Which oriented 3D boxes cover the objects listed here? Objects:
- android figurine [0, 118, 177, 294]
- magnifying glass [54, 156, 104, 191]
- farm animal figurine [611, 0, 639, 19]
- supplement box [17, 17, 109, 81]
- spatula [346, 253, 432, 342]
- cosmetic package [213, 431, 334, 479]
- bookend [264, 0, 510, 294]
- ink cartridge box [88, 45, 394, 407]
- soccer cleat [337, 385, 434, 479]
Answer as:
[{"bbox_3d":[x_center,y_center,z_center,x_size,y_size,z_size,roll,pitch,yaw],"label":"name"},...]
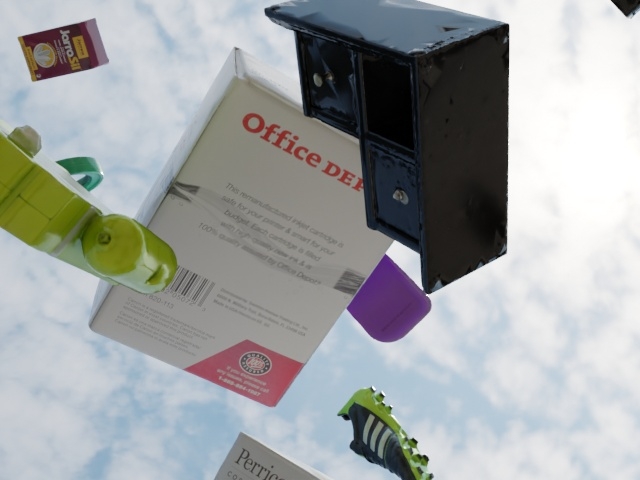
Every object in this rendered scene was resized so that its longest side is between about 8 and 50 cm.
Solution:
[{"bbox_3d":[-0.210,-0.051,0.599,0.248,0.273,0.056,39,-97,14],"label":"android figurine"},{"bbox_3d":[-0.337,-0.032,0.943,0.026,0.231,0.092,69,-168,8],"label":"magnifying glass"},{"bbox_3d":[0.209,-0.202,0.460,0.327,0.172,0.330,47,-156,-3],"label":"farm animal figurine"},{"bbox_3d":[-0.293,-0.217,0.999,0.043,0.083,0.055,-55,-46,-64],"label":"supplement box"},{"bbox_3d":[0.000,0.000,1.026,0.296,0.030,0.084,43,-107,16],"label":"spatula"},{"bbox_3d":[-0.055,0.368,0.694,0.365,0.197,0.155,-61,-36,-12],"label":"cosmetic package"},{"bbox_3d":[0.043,-0.074,0.576,0.072,0.157,0.156,-24,-54,-27],"label":"bookend"},{"bbox_3d":[-0.061,-0.007,0.838,0.207,0.117,0.283,28,-70,-19],"label":"ink cartridge box"},{"bbox_3d":[0.082,0.264,1.114,0.072,0.179,0.060,-44,-47,8],"label":"soccer cleat"}]
